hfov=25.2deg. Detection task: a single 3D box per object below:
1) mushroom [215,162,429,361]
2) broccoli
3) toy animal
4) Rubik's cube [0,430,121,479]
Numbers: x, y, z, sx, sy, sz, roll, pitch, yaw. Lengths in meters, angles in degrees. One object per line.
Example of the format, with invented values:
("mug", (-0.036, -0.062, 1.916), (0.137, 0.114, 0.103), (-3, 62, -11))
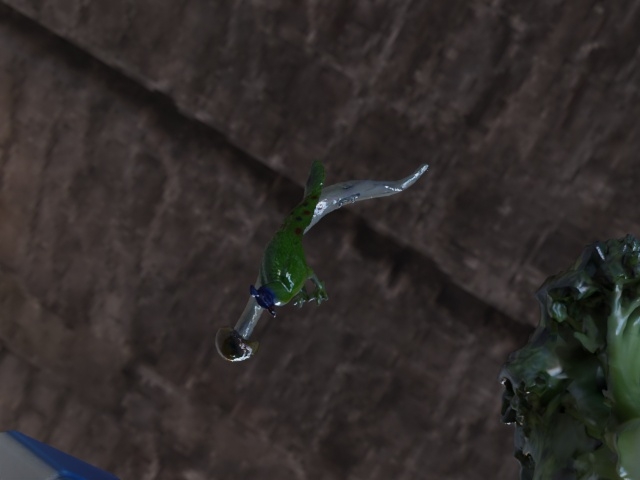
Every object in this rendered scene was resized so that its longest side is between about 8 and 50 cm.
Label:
("mushroom", (-0.002, -0.001, 1.392), (0.306, 0.043, 0.068), (-48, 136, -26))
("broccoli", (0.325, 0.180, 1.352), (0.302, 0.249, 0.375), (176, -88, -72))
("toy animal", (-0.017, 0.012, 1.278), (0.041, 0.075, 0.217), (-15, -152, 26))
("Rubik's cube", (-0.095, 0.326, 0.865), (0.291, 0.290, 0.291), (16, -103, 52))
